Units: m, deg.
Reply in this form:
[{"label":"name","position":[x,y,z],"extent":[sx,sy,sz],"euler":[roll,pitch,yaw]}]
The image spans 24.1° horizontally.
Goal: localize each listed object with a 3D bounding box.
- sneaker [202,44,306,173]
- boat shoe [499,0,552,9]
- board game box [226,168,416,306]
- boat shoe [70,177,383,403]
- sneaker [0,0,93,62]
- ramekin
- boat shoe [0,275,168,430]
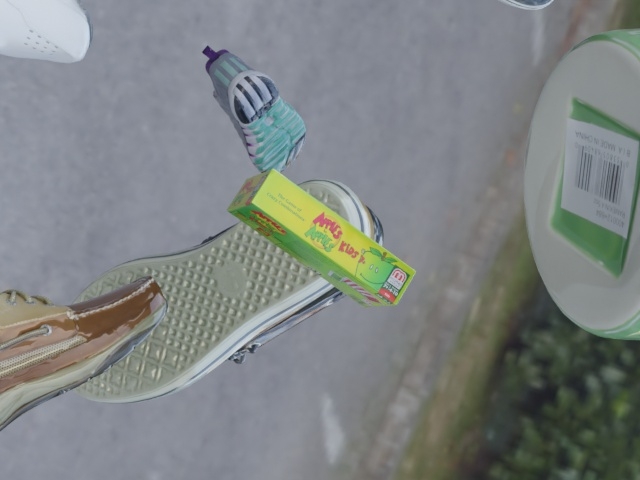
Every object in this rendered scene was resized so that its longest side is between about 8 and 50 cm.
[{"label":"sneaker","position":[-0.084,-0.167,1.889],"extent":[0.083,0.098,0.224],"euler":[-39,154,-9]},{"label":"boat shoe","position":[0.175,-0.298,1.491],"extent":[0.219,0.070,0.078],"euler":[37,91,-36]},{"label":"board game box","position":[0.000,0.000,1.526],"extent":[0.043,0.181,0.092],"euler":[-58,-166,-14]},{"label":"boat shoe","position":[-0.130,0.075,1.934],"extent":[0.156,0.500,0.187],"euler":[6,58,-62]},{"label":"sneaker","position":[-0.324,-0.169,1.151],"extent":[0.111,0.297,0.129],"euler":[146,-48,-66]},{"label":"ramekin","position":[0.306,-0.050,1.346],"extent":[0.303,0.148,0.304],"euler":[179,-90,-69]},{"label":"boat shoe","position":[-0.295,0.105,1.467],"extent":[0.324,0.120,0.122],"euler":[-31,-175,-36]}]
